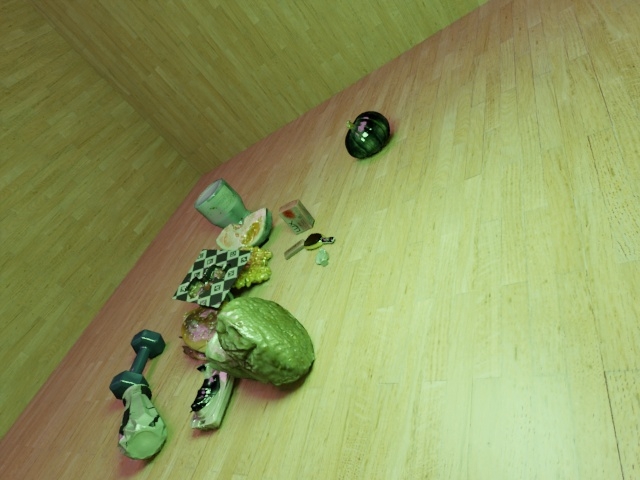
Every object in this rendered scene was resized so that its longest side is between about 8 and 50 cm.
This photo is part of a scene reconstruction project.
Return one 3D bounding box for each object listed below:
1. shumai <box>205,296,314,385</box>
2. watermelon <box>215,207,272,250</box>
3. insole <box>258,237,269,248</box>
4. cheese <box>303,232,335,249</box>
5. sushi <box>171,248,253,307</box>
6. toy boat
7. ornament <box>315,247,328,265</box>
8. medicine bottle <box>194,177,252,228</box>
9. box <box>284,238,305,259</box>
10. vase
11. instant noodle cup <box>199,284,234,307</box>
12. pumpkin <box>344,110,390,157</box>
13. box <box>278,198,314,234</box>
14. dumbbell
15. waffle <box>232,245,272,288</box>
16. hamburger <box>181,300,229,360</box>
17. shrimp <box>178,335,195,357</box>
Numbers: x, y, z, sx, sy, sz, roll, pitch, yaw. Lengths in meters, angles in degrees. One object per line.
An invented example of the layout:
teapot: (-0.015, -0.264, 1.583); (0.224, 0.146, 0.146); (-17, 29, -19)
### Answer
shumai: (-0.208, 0.367, 1.324); (0.289, 0.330, 0.292); (-55, -14, 15)
watermelon: (-0.358, -0.014, 2.146); (0.321, 0.188, 0.175); (-23, 65, 22)
insole: (-0.315, 0.035, 2.147); (0.135, 0.002, 0.045); (-43, 28, 0)
cheese: (-0.001, -0.001, 1.753); (0.162, 0.036, 0.086); (-6, 42, 48)
sushi: (-0.454, 0.163, 1.785); (0.293, 0.059, 0.292); (3, 52, 31)
toy boat: (-0.375, 0.504, 1.429); (0.140, 0.140, 0.270); (-25, 46, 30)
ornament: (0.006, 0.064, 1.649); (0.068, 0.041, 0.092); (-45, 29, 49)
medicine bottle: (-0.571, -0.190, 2.493); (0.245, 0.290, 0.245); (-32, 30, 22)
box: (-0.115, 0.039, 1.857); (0.115, 0.025, 0.048); (-36, 27, 14)
vase: (-0.685, 0.672, 1.573); (0.165, 0.165, 0.360); (-50, 25, -13)
instant noodle cup: (-0.499, 0.241, 1.912); (0.207, 0.207, 0.232); (-44, 36, -4)
pumpkin: (0.216, -0.520, 2.029); (0.250, 0.216, 0.250); (-59, 8, 14)
box: (-0.111, -0.109, 1.925); (0.111, 0.156, 0.060); (-21, 33, 30)
dumbbell: (-0.837, 0.571, 1.913); (0.144, 0.160, 0.325); (-3, 36, 4)
waffle: (-0.346, 0.116, 1.910); (0.281, 0.058, 0.301); (-17, 34, -16)
hamburger: (-0.434, 0.352, 1.667); (0.285, 0.146, 0.243); (13, 48, 37)
shrimp: (-0.535, 0.446, 1.796); (0.254, 0.059, 0.145); (-20, 45, 27)
